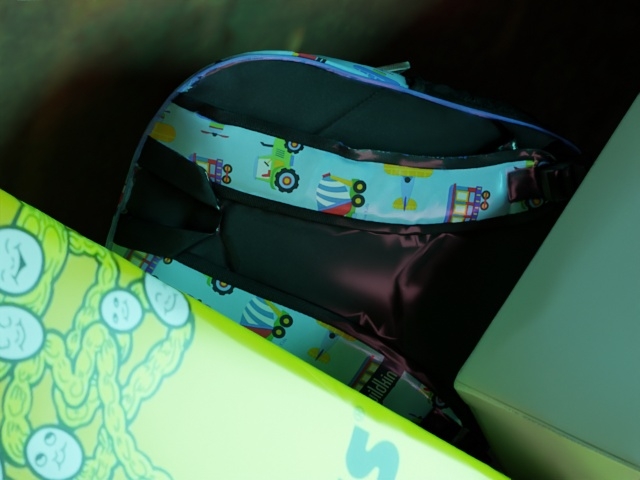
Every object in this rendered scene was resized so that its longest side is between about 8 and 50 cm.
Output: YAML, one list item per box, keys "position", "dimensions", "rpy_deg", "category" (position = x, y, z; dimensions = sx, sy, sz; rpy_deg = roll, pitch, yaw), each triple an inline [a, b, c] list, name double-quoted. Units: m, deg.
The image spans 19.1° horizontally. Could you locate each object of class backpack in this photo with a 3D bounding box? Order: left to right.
- position: [0.000, 0.000, 0.769]
  dimensions: [0.173, 0.117, 0.158]
  rpy_deg: [16, 100, -13]
  category: "backpack"

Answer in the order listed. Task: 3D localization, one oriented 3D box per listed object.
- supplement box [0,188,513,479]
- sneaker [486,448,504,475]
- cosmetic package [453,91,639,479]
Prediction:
- position: [-0.074, 0.138, 0.663]
  dimensions: [0.356, 0.195, 0.194]
  rpy_deg: [31, 68, -31]
  category: "supplement box"
- position: [0.021, 0.192, 0.993]
  dimensions: [0.226, 0.086, 0.163]
  rpy_deg: [-22, 123, -4]
  category: "sneaker"
- position: [0.221, -0.009, 0.832]
  dimensions: [0.377, 0.097, 0.284]
  rpy_deg: [-56, 146, -17]
  category: "cosmetic package"
